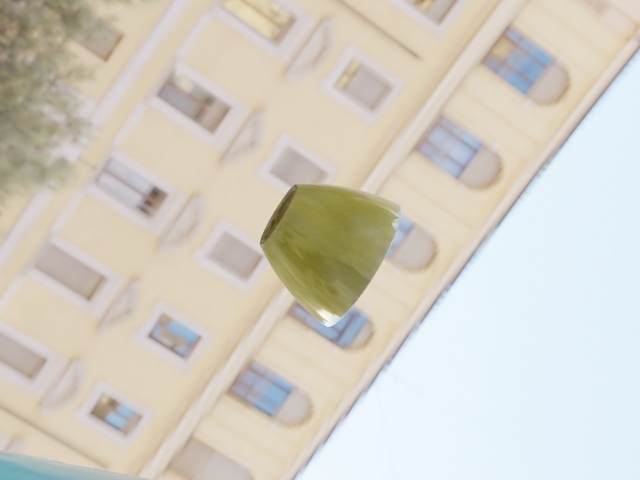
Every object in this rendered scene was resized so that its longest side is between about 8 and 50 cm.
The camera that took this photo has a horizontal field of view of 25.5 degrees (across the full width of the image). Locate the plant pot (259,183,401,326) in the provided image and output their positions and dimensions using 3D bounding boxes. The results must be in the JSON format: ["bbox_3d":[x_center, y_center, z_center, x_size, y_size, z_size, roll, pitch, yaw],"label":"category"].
[{"bbox_3d":[0.000,0.000,1.330,0.134,0.095,0.134,-56,-169,17],"label":"plant pot"}]

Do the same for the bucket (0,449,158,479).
[{"bbox_3d":[-0.121,0.222,0.609,0.281,0.183,0.281,6,90,-79],"label":"bucket"}]
